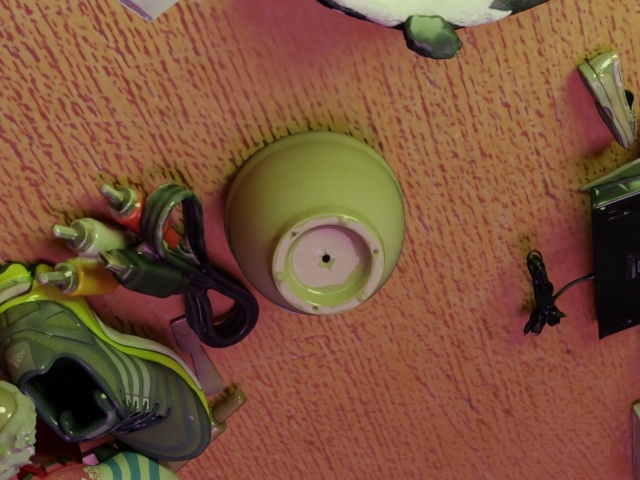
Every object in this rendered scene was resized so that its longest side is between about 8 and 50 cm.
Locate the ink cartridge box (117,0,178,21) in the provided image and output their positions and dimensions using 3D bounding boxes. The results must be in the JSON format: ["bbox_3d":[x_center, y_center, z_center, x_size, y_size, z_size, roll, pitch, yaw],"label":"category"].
[{"bbox_3d":[-0.104,-0.271,1.258,0.160,0.219,0.092,-35,143,15],"label":"ink cartridge box"}]

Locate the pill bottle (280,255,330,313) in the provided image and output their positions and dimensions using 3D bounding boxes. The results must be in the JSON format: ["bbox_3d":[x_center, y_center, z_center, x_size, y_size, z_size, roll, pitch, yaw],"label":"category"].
[{"bbox_3d":[-0.002,0.009,1.817,0.065,0.065,0.116,15,129,-42],"label":"pill bottle"}]

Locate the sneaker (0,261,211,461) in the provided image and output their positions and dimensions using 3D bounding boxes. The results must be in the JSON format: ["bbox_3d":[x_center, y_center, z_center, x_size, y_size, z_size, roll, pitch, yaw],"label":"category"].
[{"bbox_3d":[-0.202,0.141,1.798,0.111,0.121,0.300,-34,136,18],"label":"sneaker"}]

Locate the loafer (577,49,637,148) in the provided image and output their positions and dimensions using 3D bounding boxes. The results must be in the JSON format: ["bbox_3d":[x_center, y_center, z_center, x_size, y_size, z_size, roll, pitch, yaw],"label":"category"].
[{"bbox_3d":[0.273,-0.129,1.822,0.039,0.045,0.125,-35,141,3],"label":"loafer"}]

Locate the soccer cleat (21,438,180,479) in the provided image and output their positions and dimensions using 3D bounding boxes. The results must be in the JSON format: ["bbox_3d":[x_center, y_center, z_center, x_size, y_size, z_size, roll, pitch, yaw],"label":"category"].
[{"bbox_3d":[-0.199,0.270,1.818,0.116,0.143,0.331,-55,169,19],"label":"soccer cleat"}]

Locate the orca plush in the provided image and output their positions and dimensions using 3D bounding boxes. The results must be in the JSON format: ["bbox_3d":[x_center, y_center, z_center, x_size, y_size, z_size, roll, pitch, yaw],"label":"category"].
[{"bbox_3d":[0.105,-0.233,1.581,0.287,0.102,0.151,-24,101,-18],"label":"orca plush"}]

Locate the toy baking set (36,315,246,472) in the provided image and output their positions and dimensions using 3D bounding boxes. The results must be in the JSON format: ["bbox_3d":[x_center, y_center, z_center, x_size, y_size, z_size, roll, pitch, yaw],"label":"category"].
[{"bbox_3d":[-0.171,0.172,1.961,0.256,0.030,0.197,-39,142,20],"label":"toy baking set"}]

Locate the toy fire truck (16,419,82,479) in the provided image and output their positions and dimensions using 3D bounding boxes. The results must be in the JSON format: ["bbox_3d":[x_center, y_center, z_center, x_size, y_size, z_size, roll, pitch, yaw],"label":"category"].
[{"bbox_3d":[-0.337,0.211,1.887,0.135,0.047,0.192,-38,140,24],"label":"toy fire truck"}]

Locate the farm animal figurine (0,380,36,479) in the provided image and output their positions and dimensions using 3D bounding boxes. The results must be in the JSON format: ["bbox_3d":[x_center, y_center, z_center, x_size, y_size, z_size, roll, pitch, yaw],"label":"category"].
[{"bbox_3d":[-0.422,0.226,1.729,0.327,0.330,0.172,-61,150,-6],"label":"farm animal figurine"}]

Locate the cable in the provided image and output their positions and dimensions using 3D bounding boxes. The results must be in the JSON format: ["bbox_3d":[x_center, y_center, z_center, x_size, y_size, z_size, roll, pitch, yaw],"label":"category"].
[{"bbox_3d":[-0.131,0.015,1.785,0.139,0.072,0.287,-51,152,8],"label":"cable"}]

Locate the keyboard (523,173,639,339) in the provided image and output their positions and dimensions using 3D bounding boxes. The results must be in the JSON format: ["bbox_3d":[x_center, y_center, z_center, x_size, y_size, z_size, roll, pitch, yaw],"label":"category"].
[{"bbox_3d":[0.294,0.021,2.011,0.201,0.033,0.317,-20,152,-1],"label":"keyboard"}]

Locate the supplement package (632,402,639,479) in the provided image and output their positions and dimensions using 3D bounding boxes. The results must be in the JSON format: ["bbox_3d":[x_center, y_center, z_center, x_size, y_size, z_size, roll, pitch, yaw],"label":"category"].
[{"bbox_3d":[0.495,0.262,2.367,0.203,0.149,0.194,-22,145,-5],"label":"supplement package"}]

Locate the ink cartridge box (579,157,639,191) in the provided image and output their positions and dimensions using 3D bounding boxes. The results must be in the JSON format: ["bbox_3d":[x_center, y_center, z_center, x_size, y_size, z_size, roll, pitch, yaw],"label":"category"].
[{"bbox_3d":[0.439,-0.105,1.931,0.296,0.066,0.261,4,161,-34],"label":"ink cartridge box"}]

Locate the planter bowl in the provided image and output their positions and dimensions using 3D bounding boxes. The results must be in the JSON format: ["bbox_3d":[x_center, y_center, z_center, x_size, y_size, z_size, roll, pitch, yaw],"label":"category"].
[{"bbox_3d":[0.000,0.000,1.712,0.162,0.109,0.162,-3,115,-5],"label":"planter bowl"}]
